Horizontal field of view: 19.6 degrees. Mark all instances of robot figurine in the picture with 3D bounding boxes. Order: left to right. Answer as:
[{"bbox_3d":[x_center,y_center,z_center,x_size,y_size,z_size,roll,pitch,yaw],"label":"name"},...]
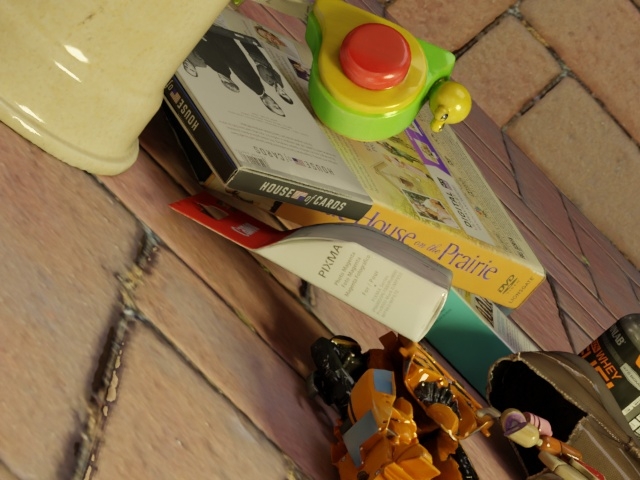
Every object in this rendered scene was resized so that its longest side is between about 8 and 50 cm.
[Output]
[{"bbox_3d":[0.082,0.168,1.452,0.211,0.085,0.291,45,13,-16],"label":"robot figurine"}]

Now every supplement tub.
[{"bbox_3d":[0.330,0.161,2.029,0.117,0.190,0.117,44,13,-13],"label":"supplement tub"}]

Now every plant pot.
[{"bbox_3d":[-0.165,-0.274,1.470,0.334,0.305,0.334,45,13,-14],"label":"plant pot"}]

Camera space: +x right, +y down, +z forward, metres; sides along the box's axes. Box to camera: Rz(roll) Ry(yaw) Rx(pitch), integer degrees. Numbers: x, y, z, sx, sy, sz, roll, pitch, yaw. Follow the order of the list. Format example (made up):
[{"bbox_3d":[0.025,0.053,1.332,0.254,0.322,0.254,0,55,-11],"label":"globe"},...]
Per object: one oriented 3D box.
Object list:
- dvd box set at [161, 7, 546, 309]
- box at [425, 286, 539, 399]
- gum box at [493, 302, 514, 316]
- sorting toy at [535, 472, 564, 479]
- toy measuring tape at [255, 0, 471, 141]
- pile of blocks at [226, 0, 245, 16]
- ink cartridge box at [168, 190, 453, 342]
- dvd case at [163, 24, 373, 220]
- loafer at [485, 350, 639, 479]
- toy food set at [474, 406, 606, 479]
[{"bbox_3d":[0.013,-0.099,1.874,0.420,0.062,0.307,21,27,-38],"label":"dvd box set"},{"bbox_3d":[0.146,0.083,1.955,0.244,0.060,0.100,45,14,-9],"label":"box"},{"bbox_3d":[0.159,-0.002,2.287,0.184,0.041,0.157,36,18,-38],"label":"gum box"},{"bbox_3d":[0.248,0.296,1.494,0.348,0.047,0.196,18,-43,58],"label":"sorting toy"},{"bbox_3d":[-0.012,-0.179,1.799,0.330,0.121,0.121,23,12,5],"label":"toy measuring tape"},{"bbox_3d":[-0.146,-0.329,2.117,0.149,0.112,0.362,52,14,18],"label":"pile of blocks"},{"bbox_3d":[0.000,0.000,1.565,0.232,0.066,0.189,33,7,2],"label":"ink cartridge box"},{"bbox_3d":[-0.071,-0.119,1.658,0.179,0.029,0.238,13,34,-47],"label":"dvd case"},{"bbox_3d":[0.256,0.241,1.756,0.130,0.134,0.366,20,23,-42],"label":"loafer"},{"bbox_3d":[0.184,0.164,1.483,0.122,0.019,0.078,35,9,17],"label":"toy food set"}]
